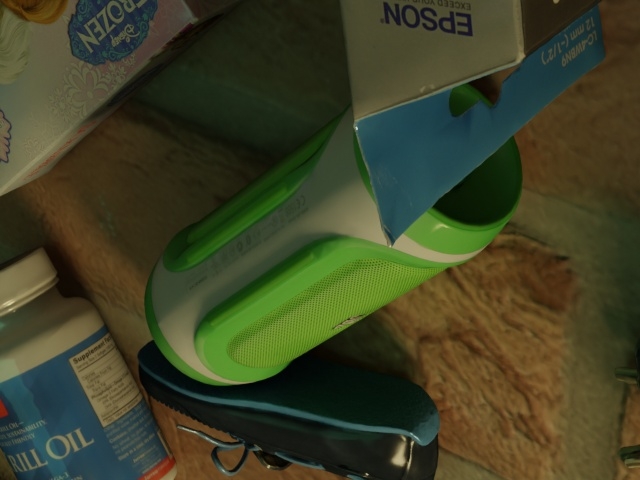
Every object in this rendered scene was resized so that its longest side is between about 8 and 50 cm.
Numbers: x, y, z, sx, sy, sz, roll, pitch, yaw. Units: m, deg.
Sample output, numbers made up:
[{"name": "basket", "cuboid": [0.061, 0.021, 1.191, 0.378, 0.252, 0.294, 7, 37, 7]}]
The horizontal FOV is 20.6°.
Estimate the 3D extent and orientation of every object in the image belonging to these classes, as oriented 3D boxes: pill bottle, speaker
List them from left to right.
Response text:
[{"name": "pill bottle", "cuboid": [-0.219, 0.123, 1.452, 0.124, 0.124, 0.221, -20, 100, 47]}, {"name": "speaker", "cuboid": [0.000, 0.000, 1.170, 0.131, 0.131, 0.296, 56, 138, 0]}]

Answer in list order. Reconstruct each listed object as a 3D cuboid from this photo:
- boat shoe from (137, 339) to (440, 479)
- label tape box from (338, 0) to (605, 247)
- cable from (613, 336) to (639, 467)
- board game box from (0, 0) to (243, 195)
[{"name": "boat shoe", "cuboid": [-0.033, 0.136, 1.302, 0.258, 0.109, 0.089, 18, 129, 38]}, {"name": "label tape box", "cuboid": [0.113, -0.194, 0.852, 0.115, 0.249, 0.348, 12, 124, 35]}, {"name": "cable", "cuboid": [0.297, 0.105, 1.033, 0.287, 0.072, 0.139, -6, 93, 32]}, {"name": "board game box", "cuboid": [-0.236, -0.232, 1.294, 0.318, 0.066, 0.318, -34, 90, 48]}]
